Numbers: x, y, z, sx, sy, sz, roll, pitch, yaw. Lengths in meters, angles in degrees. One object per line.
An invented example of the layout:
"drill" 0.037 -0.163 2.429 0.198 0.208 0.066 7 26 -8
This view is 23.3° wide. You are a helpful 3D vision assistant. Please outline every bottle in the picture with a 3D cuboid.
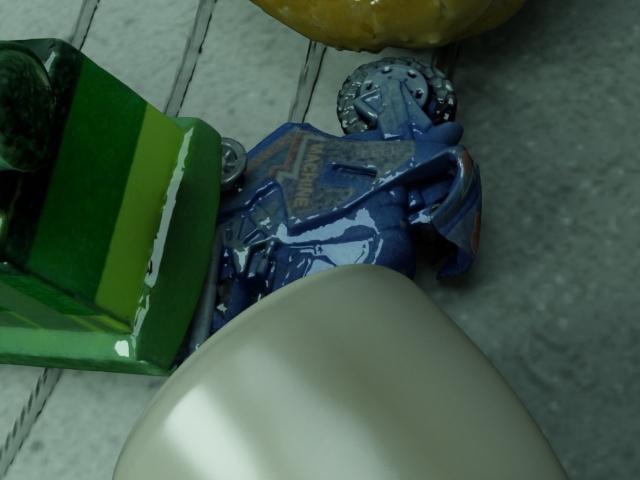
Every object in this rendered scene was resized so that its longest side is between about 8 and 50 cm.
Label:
"bottle" 0.047 0.135 0.551 0.147 0.147 0.236 -37 66 -13

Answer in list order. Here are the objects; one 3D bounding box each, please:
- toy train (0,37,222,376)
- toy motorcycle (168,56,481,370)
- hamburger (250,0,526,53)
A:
"toy train" -0.196 -0.029 0.634 0.300 0.202 0.120 1 68 34
"toy motorcycle" 0.000 0.000 0.687 0.205 0.076 0.114 -41 62 -18
"hamburger" 0.024 -0.193 0.745 0.213 0.214 0.108 28 24 27
